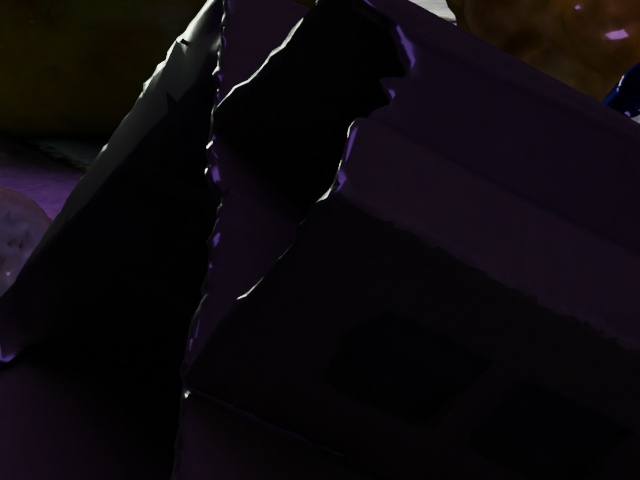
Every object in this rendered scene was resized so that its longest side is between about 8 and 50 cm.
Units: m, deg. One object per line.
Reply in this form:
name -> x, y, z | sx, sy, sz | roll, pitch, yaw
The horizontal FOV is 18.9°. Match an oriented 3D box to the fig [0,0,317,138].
fig -> -0.117, -0.222, 1.210 | 0.343, 0.343, 0.343 | 1, 17, 0

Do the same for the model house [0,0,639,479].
model house -> 0.061, 0.071, 0.420 | 0.243, 0.204, 0.211 | 26, 40, -20

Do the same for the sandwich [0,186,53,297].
sandwich -> -0.117, 0.079, 0.499 | 0.288, 0.100, 0.254 | 31, 41, -25

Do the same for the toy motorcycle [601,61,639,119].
toy motorcycle -> 0.166, 0.006, 0.744 | 0.092, 0.135, 0.254 | -11, 20, -34

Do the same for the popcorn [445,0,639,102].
popcorn -> 0.174, -0.106, 1.041 | 0.254, 0.191, 0.190 | 6, 29, -13

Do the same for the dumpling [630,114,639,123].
dumpling -> 0.166, 0.019, 0.602 | 0.258, 0.193, 0.147 | 37, -3, 44
